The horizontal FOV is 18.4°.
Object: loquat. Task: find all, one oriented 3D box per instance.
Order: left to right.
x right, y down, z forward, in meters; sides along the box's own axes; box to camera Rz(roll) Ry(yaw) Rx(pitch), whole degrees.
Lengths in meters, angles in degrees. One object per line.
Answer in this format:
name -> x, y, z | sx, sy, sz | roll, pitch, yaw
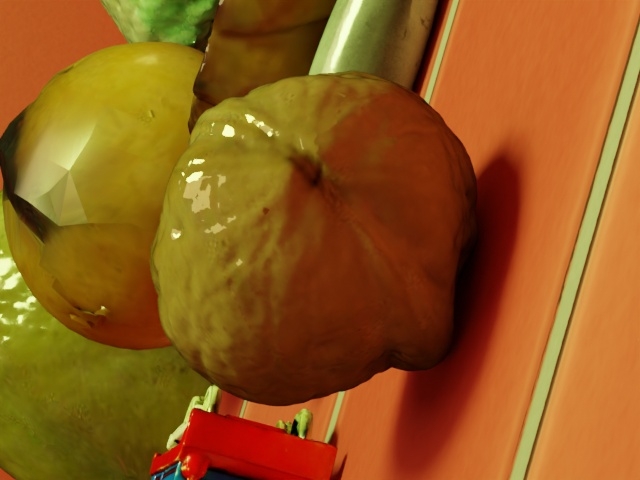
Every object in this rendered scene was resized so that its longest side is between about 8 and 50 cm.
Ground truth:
loquat -> -0.133, -0.037, 1.505 | 0.235, 0.235, 0.235 | -163, 90, -82

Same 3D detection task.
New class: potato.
potato -> -0.232, 0.109, 1.725 | 0.213, 0.280, 0.330 | -86, 16, -66

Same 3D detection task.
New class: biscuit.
biscuit -> 0.003, -0.190, 1.291 | 0.326, 0.107, 0.325 | 22, -90, -89

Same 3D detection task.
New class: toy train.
toy train -> -0.054, 0.153, 1.103 | 0.204, 0.083, 0.131 | 133, 153, -77

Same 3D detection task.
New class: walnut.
walnut -> 0.000, 0.000, 0.860 | 0.166, 0.149, 0.166 | -44, -18, -18

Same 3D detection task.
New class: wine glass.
wine glass -> 0.012, -0.056, 1.154 | 0.074, 0.074, 0.262 | -120, 49, -79

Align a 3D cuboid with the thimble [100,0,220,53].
thimble -> -0.077, -0.227, 1.611 | 0.150, 0.219, 0.219 | 56, 150, 18
